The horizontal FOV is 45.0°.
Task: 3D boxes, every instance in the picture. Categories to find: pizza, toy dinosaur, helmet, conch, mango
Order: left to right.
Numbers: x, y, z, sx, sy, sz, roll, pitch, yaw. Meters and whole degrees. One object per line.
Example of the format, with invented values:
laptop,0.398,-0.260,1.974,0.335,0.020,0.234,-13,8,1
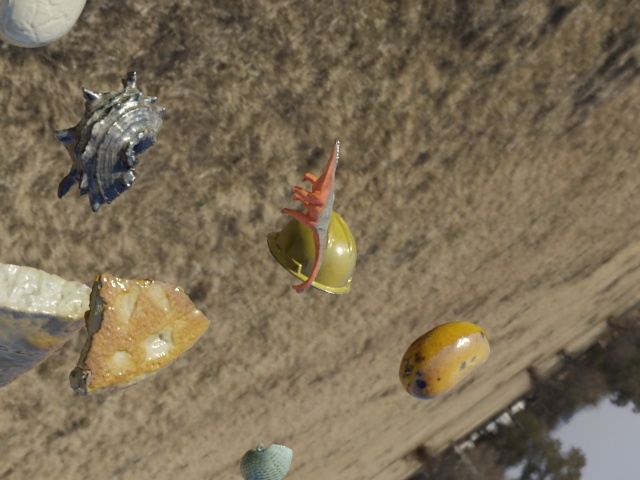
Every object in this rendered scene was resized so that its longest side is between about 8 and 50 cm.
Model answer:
conch,-0.460,-0.214,1.685,0.240,0.186,0.313,130,-19,-81
pizza,-0.229,0.100,0.912,0.182,0.062,0.161,-38,130,-29
conch,-0.077,0.324,1.108,0.076,0.057,0.085,0,156,-12
toy dinosaur,-0.018,-0.044,1.351,0.055,0.101,0.280,-19,134,-55
helmet,0.000,0.000,1.721,0.205,0.257,0.140,19,111,-30
mango,0.208,0.193,1.280,0.178,0.090,0.115,-27,130,-19

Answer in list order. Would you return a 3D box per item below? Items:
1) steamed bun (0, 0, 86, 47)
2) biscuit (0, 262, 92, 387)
steamed bun,-0.416,-0.400,1.171,0.130,0.177,0.228,15,105,-35
biscuit,-0.628,0.130,1.139,0.429,0.104,0.446,26,133,-39
